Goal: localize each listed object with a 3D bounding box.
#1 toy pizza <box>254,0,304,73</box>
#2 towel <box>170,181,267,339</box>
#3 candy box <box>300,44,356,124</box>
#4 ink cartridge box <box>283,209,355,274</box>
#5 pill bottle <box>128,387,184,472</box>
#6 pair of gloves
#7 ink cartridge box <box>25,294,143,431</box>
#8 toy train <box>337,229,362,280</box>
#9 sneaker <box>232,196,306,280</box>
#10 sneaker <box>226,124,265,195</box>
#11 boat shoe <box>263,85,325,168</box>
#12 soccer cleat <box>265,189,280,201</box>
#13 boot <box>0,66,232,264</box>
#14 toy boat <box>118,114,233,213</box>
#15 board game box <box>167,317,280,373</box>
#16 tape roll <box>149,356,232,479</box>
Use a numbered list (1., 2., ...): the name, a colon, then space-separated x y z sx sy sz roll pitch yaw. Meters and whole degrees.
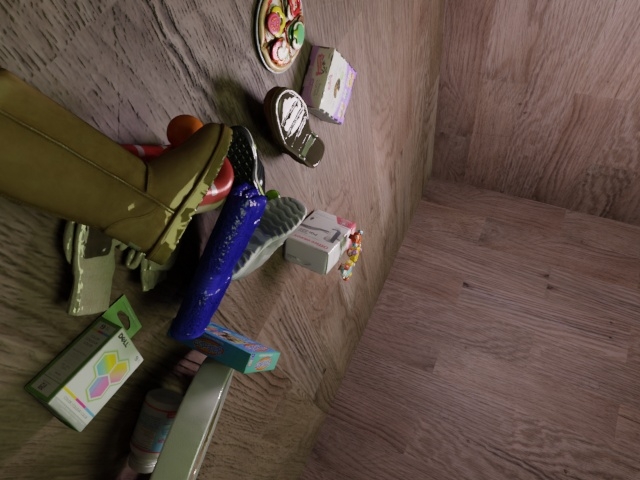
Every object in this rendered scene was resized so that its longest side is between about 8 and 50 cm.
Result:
1. toy pizza: -0.082 -0.486 0.969 0.201 0.032 0.201 -51 151 -43
2. towel: -0.198 0.037 0.875 0.227 0.077 0.307 -108 -137 -76
3. candy box: 0.024 -0.439 1.220 0.196 0.070 0.164 -4 111 -68
4. ink cartridge box: 0.000 0.000 1.401 0.218 0.159 0.092 -47 152 -48
5. pill bottle: -0.365 0.419 0.938 0.087 0.087 0.160 18 90 -69
6. pair of gloves: -0.335 0.007 0.737 0.240 0.042 0.203 -23 124 -66
7. ink cartridge box: -0.385 0.211 0.750 0.209 0.062 0.108 -54 153 -39
8. toy train: 0.091 0.048 1.390 0.166 0.046 0.125 -67 162 -10
9. sneaker: -0.153 -0.005 1.084 0.281 0.105 0.115 -40 166 -14
10. sneaker: -0.175 -0.169 0.976 0.234 0.084 0.097 87 5 -46
11. boat shoe: -0.086 -0.272 1.048 0.110 0.105 0.307 -59 159 -9
12. soccer cleat: -0.143 -0.056 1.156 0.072 0.060 0.178 -55 161 -70
13. boot: -0.269 -0.122 0.532 0.270 0.089 0.235 33 65 -26
14. toy boat: -0.233 -0.133 0.692 0.151 0.151 0.231 -58 166 22
15. board game box: -0.219 0.241 0.983 0.047 0.211 0.160 -69 158 -7
16. tape roll: -0.296 0.460 0.970 0.392 0.072 0.391 -160 -90 -88
